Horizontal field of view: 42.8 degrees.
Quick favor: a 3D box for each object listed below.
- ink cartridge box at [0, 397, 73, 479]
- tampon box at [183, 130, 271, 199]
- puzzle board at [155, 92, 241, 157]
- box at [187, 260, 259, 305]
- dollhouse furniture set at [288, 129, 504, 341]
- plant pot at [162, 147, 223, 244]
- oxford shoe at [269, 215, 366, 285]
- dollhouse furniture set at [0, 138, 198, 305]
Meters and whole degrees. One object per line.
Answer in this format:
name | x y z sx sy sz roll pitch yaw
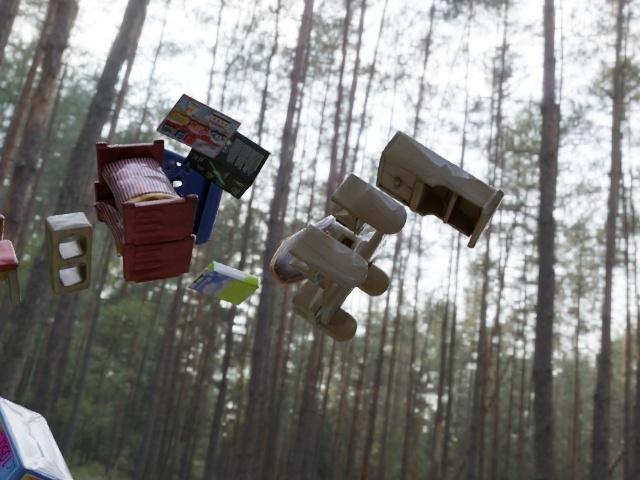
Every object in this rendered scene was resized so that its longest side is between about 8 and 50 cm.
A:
ink cartridge box | -0.722 0.566 1.697 0.151 0.395 0.270 41 -2 -41
tampon box | -0.219 -0.192 1.903 0.161 0.101 0.120 33 -21 -11
puzzle board | -0.225 -0.210 1.514 0.128 0.011 0.096 24 -55 -33
box | -0.279 0.122 2.345 0.178 0.042 0.109 23 -48 -32
dollhouse furniture set | 0.149 0.017 1.656 0.256 0.394 0.362 33 -20 13
plant pot | -0.377 -0.111 2.170 0.212 0.236 0.236 16 1 -12
oxford shoe | 0.000 0.000 2.366 0.130 0.363 0.133 51 -33 -1
dollhouse furniture set | -0.398 -0.034 1.269 0.374 0.201 0.152 -9 -52 -27
